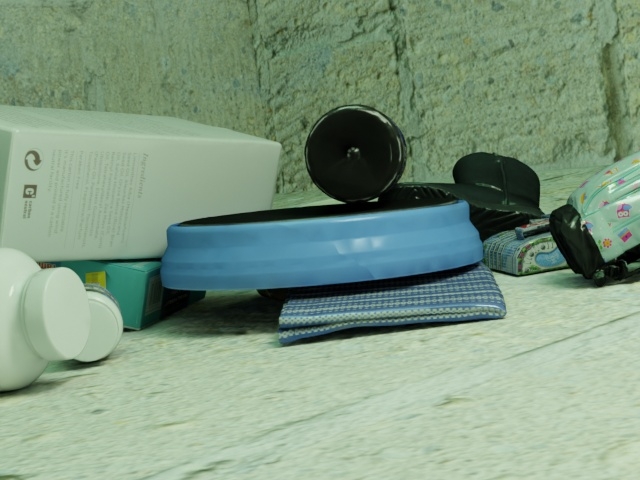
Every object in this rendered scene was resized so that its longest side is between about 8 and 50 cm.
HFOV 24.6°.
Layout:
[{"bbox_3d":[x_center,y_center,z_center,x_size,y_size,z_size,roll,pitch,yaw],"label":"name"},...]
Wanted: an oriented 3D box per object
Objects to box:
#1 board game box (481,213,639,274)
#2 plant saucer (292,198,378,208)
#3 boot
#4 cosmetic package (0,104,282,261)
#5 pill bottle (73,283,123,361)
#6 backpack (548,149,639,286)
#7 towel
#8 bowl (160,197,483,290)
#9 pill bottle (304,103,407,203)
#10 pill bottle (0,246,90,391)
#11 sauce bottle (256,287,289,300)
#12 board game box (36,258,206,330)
[{"bbox_3d":[0.320,-0.002,1.855,0.194,0.060,0.194,-9,4,-12],"label":"board game box"},{"bbox_3d":[0.065,-0.014,2.189,0.400,0.101,0.400,-9,5,1],"label":"plant saucer"},{"bbox_3d":[0.196,-0.058,2.048,0.246,0.094,0.207,8,23,-3],"label":"boot"},{"bbox_3d":[-0.290,-0.076,1.882,0.230,0.161,0.453,17,12,40],"label":"cosmetic package"},{"bbox_3d":[-0.256,0.091,1.611,0.078,0.078,0.137,-9,5,-9],"label":"pill bottle"},{"bbox_3d":[0.355,-0.036,1.663,0.182,0.115,0.152,-30,10,3],"label":"backpack"},{"bbox_3d":[0.079,0.067,1.657,0.243,0.040,0.336,-5,7,4],"label":"towel"},{"bbox_3d":[0.000,0.000,1.778,0.391,0.077,0.391,-4,4,0],"label":"bowl"},{"bbox_3d":[0.049,-0.111,1.875,0.122,0.123,0.219,-8,3,6],"label":"pill bottle"},{"bbox_3d":[-0.370,0.085,1.486,0.264,0.146,0.146,-5,5,20],"label":"pill bottle"},{"bbox_3d":[-0.065,0.056,1.929,0.042,0.042,0.128,-9,5,-14],"label":"sauce bottle"},{"bbox_3d":[-0.344,0.030,1.940,0.336,0.079,0.254,11,9,13],"label":"board game box"}]
